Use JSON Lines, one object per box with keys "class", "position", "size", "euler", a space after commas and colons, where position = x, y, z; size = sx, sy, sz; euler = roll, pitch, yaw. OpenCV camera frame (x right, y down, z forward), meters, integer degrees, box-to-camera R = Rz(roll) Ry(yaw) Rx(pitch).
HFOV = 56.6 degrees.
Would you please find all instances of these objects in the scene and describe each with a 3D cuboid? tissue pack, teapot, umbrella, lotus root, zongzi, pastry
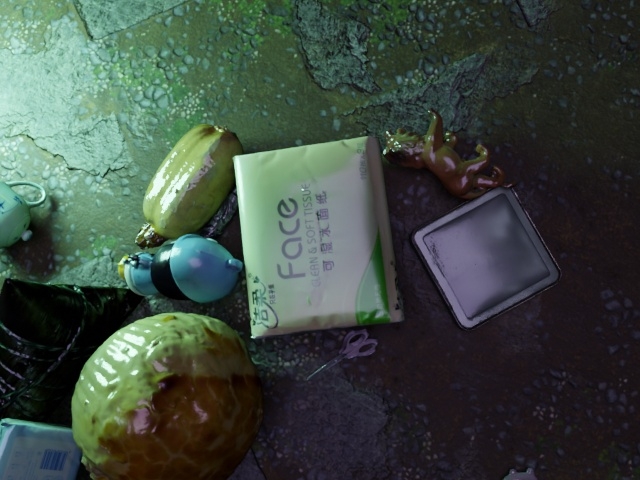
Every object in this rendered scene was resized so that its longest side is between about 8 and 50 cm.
{"class": "tissue pack", "position": [-0.594, 0.503, 1.196], "size": [0.177, 0.089, 0.264], "euler": [22, 74, -34]}
{"class": "teapot", "position": [-0.743, -0.049, 1.395], "size": [0.158, 0.159, 0.232], "euler": [25, 63, 6]}
{"class": "umbrella", "position": [-0.239, -0.045, 1.409], "size": [0.046, 0.050, 0.188], "euler": [38, 86, -15]}
{"class": "lotus root", "position": [-0.306, -0.116, 1.374], "size": [0.169, 0.151, 0.343], "euler": [34, 91, 26]}
{"class": "zongzi", "position": [-0.614, 0.198, 1.254], "size": [0.383, 0.362, 0.319], "euler": [-39, 65, 0]}
{"class": "pastry", "position": [-0.292, 0.341, 1.199], "size": [0.312, 0.388, 0.389], "euler": [27, 85, 32]}
{"class": "tissue pack", "position": [0.000, 0.000, 1.314], "size": [0.331, 0.205, 0.406], "euler": [-8, 82, 6]}

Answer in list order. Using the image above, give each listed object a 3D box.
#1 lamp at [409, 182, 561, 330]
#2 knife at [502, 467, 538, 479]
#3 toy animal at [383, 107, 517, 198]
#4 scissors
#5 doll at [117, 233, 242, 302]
{"class": "lamp", "position": [0.377, 0.037, 1.368], "size": [0.268, 0.047, 0.267], "euler": [-28, 82, -1]}
{"class": "knife", "position": [0.445, 0.704, 1.292], "size": [0.132, 0.038, 0.399], "euler": [-4, 83, 0]}
{"class": "toy animal", "position": [0.280, -0.181, 1.365], "size": [0.312, 0.097, 0.157], "euler": [42, 89, 19]}
{"class": "scissors", "position": [0.043, 0.269, 1.357], "size": [0.189, 0.100, 0.015], "euler": [-37, 40, 11]}
{"class": "doll", "position": [-0.304, 0.063, 1.316], "size": [0.313, 0.177, 0.141], "euler": [-3, 58, 28]}
